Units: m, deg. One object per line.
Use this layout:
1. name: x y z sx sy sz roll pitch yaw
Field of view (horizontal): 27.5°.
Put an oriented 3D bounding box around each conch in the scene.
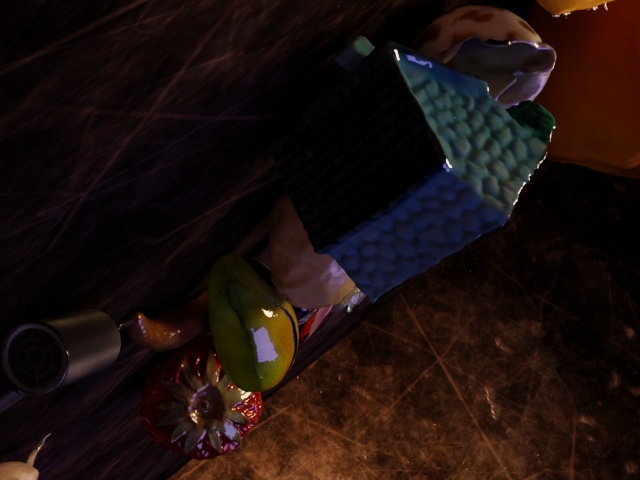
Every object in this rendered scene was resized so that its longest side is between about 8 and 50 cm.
1. conch: 0.163 -0.192 1.571 0.275 0.182 0.149 -33 -143 35

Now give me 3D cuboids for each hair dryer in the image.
1. hair dryer: -0.338 0.162 1.449 0.248 0.078 0.195 -33 174 13

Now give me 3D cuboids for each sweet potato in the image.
1. sweet potato: -0.204 0.116 1.798 0.078 0.058 0.255 -61 163 16

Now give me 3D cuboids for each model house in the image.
1. model house: 0.076 -0.104 1.445 0.261 0.241 0.226 -35 -163 44

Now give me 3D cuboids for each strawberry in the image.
1. strawberry: -0.207 0.250 2.156 0.205 0.205 0.244 -40 -167 -7

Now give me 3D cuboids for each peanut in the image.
1. peanut: 0.014 -0.033 1.722 0.147 0.147 0.319 -32 158 -46

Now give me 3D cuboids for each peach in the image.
1. peach: 0.428 -0.247 1.853 0.343 0.342 0.302 0 104 -77

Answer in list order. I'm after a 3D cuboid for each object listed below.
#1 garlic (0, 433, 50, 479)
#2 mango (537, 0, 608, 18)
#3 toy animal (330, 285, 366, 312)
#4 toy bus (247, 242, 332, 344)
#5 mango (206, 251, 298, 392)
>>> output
1. garlic: -0.455 0.357 1.802 0.266 0.148 0.128 -32 132 -28
2. mango: 0.327 -0.347 1.580 0.154 0.126 0.252 -33 170 30
3. toy animal: 0.109 0.072 2.919 0.253 0.070 0.079 -45 -173 5
4. toy bus: -0.048 0.075 2.050 0.147 0.127 0.303 -44 171 -18
5. mango: -0.097 0.115 1.840 0.125 0.111 0.233 -55 140 -46
